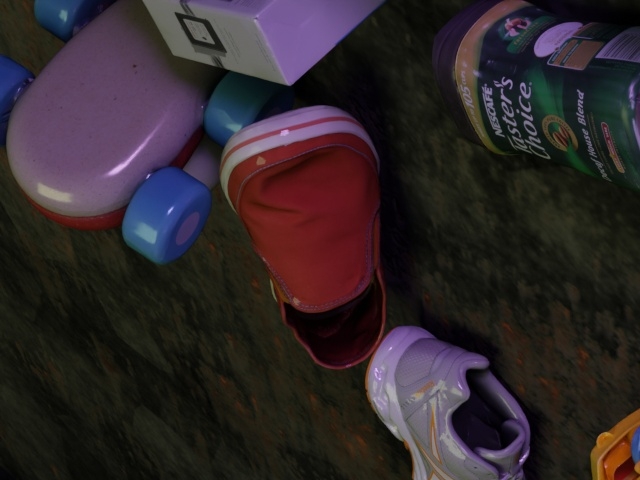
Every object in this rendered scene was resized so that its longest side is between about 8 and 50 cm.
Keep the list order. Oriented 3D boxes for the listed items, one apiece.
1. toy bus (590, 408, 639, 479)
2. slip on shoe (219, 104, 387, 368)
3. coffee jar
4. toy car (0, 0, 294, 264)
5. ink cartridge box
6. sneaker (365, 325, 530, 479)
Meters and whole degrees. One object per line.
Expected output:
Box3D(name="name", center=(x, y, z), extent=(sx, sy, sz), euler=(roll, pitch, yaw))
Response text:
Box3D(name="toy bus", center=(0.262, 0.183, 1.384), extent=(0.211, 0.149, 0.220), euler=(47, 163, 50))
Box3D(name="slip on shoe", center=(0.000, 0.000, 1.532), extent=(0.331, 0.123, 0.101), euler=(77, 174, -60))
Box3D(name="coffee jar", center=(0.151, -0.089, 1.180), extent=(0.184, 0.079, 0.096), euler=(20, 146, 50))
Box3D(name="toy car", center=(-0.145, -0.077, 1.617), extent=(0.219, 0.210, 0.238), euler=(33, 167, 19))
Box3D(name="ink cartridge box", center=(-0.051, -0.175, 1.377), extent=(0.180, 0.104, 0.060), euler=(20, 147, 50))
Box3D(name="sneaker", center=(0.137, 0.192, 1.666), extent=(0.121, 0.099, 0.262), euler=(10, 139, 50))
